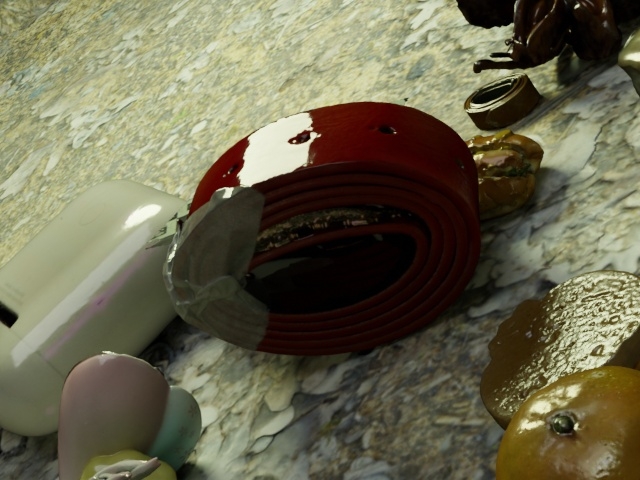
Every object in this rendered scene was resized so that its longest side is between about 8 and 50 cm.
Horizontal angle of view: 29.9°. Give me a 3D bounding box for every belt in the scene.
[{"bbox_3d":[0.000,0.000,1.162,0.323,0.227,0.115,-20,31,21],"label":"belt"},{"bbox_3d":[0.203,-0.157,1.351,0.083,0.036,0.059,-19,35,32],"label":"belt"}]

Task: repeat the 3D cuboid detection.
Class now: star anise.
[{"bbox_3d":[0.262,-0.272,1.349,0.220,0.126,0.190,-11,63,4],"label":"star anise"}]

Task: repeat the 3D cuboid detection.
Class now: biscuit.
[{"bbox_3d":[0.204,0.097,0.979,0.170,0.050,0.170,-34,22,15],"label":"biscuit"}]

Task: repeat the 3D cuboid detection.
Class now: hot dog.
[{"bbox_3d":[0.109,-0.046,1.269,0.269,0.072,0.115,-18,42,31],"label":"hot dog"}]

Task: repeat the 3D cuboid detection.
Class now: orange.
[{"bbox_3d":[0.194,0.158,0.821,0.156,0.124,0.156,-30,26,17],"label":"orange"}]

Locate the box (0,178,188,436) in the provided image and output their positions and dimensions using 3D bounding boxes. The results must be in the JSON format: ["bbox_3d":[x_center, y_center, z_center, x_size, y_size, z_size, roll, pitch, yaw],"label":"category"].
[{"bbox_3d":[-0.300,0.073,1.484,0.349,0.141,0.288,-47,32,-15],"label":"box"}]

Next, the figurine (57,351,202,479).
[{"bbox_3d":[-0.181,0.245,1.060,0.284,0.206,0.316,-35,32,29],"label":"figurine"}]

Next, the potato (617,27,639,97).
[{"bbox_3d":[0.400,-0.113,0.906,0.211,0.189,0.264,-40,29,-3],"label":"potato"}]

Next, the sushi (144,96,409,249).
[{"bbox_3d":[-0.035,-0.060,1.391,0.264,0.050,0.290,-13,23,27],"label":"sushi"}]

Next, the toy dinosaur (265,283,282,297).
[{"bbox_3d":[-0.084,0.046,1.323,0.096,0.132,0.059,23,51,7],"label":"toy dinosaur"}]
